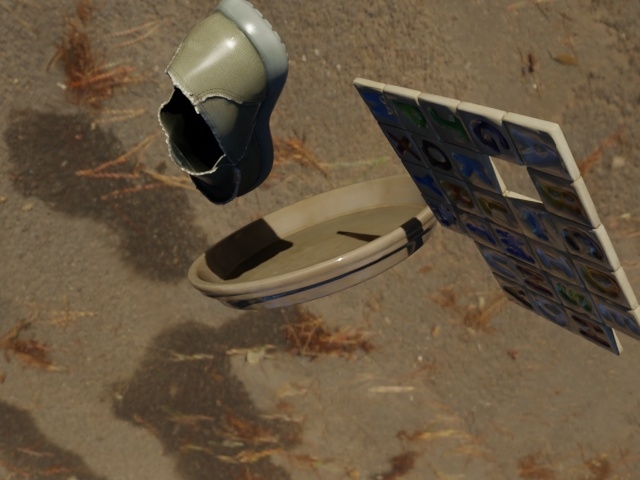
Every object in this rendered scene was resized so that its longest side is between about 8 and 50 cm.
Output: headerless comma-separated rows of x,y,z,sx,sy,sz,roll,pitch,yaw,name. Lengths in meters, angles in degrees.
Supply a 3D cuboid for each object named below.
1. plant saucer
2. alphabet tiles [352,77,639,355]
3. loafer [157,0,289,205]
0.000,0.000,0.803,0.277,0.278,0.041,-14,107,18,plant saucer
0.133,-0.011,0.562,0.009,0.198,0.237,-45,125,-11,alphabet tiles
-0.092,-0.093,0.625,0.094,0.087,0.251,48,159,11,loafer
